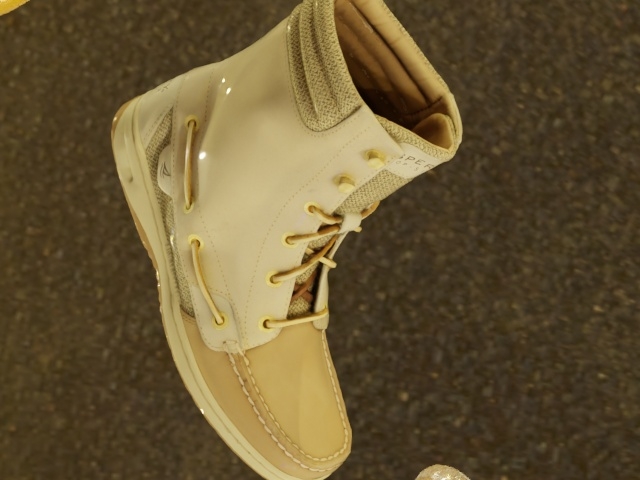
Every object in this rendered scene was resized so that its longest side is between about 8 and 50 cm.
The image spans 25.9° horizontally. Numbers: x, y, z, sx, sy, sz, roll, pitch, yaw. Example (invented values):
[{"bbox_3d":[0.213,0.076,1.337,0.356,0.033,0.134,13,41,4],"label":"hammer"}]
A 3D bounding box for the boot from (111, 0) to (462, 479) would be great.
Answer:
[{"bbox_3d":[0.000,0.000,0.802,0.203,0.095,0.262,-26,81,38],"label":"boot"}]

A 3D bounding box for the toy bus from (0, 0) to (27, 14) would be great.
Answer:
[{"bbox_3d":[-0.045,-0.236,0.579,0.332,0.108,0.130,-38,29,1],"label":"toy bus"}]

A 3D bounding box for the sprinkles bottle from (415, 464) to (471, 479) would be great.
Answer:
[{"bbox_3d":[-0.037,0.274,0.885,0.121,0.355,0.121,49,154,33],"label":"sprinkles bottle"}]
